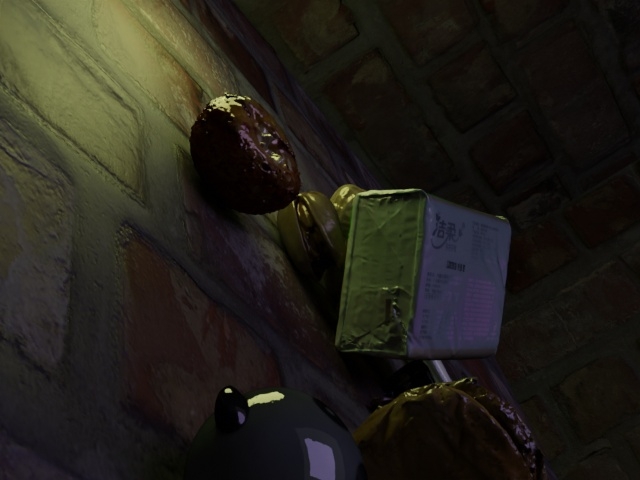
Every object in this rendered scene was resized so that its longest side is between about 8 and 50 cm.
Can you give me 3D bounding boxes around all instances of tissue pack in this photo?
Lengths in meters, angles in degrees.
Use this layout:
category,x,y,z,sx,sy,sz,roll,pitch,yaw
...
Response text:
category,x,y,z,sx,sy,sz,roll,pitch,yaw
tissue pack,0.227,0.083,1.640,0.405,0.205,0.332,11,83,-52
tissue pack,0.213,0.350,1.636,0.090,0.103,0.170,34,25,-48

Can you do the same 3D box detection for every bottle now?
category,x,y,z,sx,sy,sz,roll,pitch,yaw
bottle,0.287,0.357,1.975,0.254,0.079,0.096,61,-25,17

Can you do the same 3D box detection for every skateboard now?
category,x,y,z,sx,sy,sz,roll,pitch,yaw
skateboard,0.149,0.350,1.519,0.151,0.067,0.080,36,33,-44

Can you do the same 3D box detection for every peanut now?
category,x,y,z,sx,sy,sz,roll,pitch,yaw
peanut,0.075,0.027,1.702,0.120,0.136,0.299,137,-43,-81

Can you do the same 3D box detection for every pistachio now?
category,x,y,z,sx,sy,sz,roll,pitch,yaw
pistachio,-0.016,-0.011,1.621,0.131,0.129,0.206,54,14,-63

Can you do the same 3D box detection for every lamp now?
category,x,y,z,sx,sy,sz,roll,pitch,yaw
lamp,-0.035,0.252,0.786,0.198,0.197,0.244,63,5,25

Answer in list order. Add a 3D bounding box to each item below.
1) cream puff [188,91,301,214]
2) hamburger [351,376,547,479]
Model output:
category,x,y,z,sx,sy,sz,roll,pitch,yaw
cream puff,-0.142,-0.153,1.420,0.240,0.164,0.240,41,33,-34
hamburger,0.171,0.335,1.092,0.260,0.283,0.144,64,22,13
